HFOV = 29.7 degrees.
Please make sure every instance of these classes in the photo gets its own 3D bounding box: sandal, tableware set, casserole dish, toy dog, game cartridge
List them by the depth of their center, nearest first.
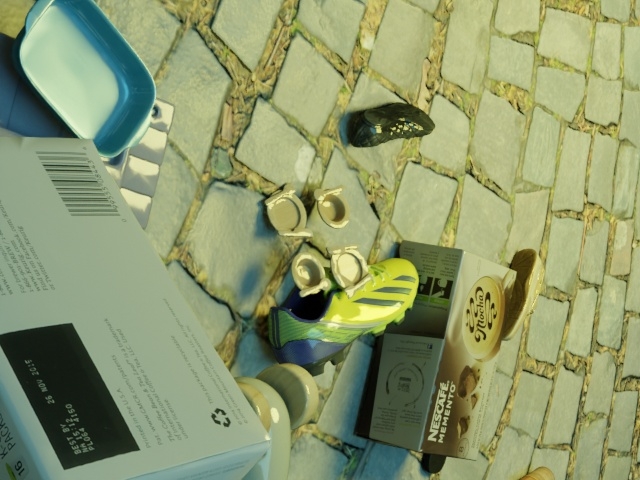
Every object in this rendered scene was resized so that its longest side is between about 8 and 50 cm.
[{"bbox_3d":[-0.240,-0.167,1.213,0.188,0.037,0.114,52,58,-40],"label":"casserole dish"},{"bbox_3d":[-0.306,-0.081,1.222,0.355,0.068,0.230,18,79,-50],"label":"game cartridge"},{"bbox_3d":[-0.119,0.295,1.431,0.220,0.161,0.334,40,61,-58],"label":"toy dog"},{"bbox_3d":[0.000,0.000,1.578,0.141,0.020,0.169,-13,83,-42],"label":"tableware set"},{"bbox_3d":[0.207,0.284,1.909,0.067,0.040,0.179,16,85,-50],"label":"sandal"}]

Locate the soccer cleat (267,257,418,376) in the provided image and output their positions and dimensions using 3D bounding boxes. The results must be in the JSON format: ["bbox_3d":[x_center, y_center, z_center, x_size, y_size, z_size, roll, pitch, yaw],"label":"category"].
[{"bbox_3d":[0.038,0.076,1.634,0.289,0.093,0.121,-33,114,-43],"label":"soccer cleat"}]

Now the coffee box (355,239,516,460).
[{"bbox_3d":[0.175,0.166,1.788,0.168,0.119,0.297,21,80,-51],"label":"coffee box"}]

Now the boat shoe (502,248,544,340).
[{"bbox_3d":[0.337,0.098,2.013,0.059,0.063,0.170,42,65,-39],"label":"boat shoe"}]

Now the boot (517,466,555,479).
[{"bbox_3d":[0.368,0.513,2.123,0.152,0.073,0.197,-26,104,-46],"label":"boot"}]

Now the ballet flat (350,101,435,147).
[{"bbox_3d":[0.102,-0.163,1.710,0.173,0.057,0.049,-9,145,-48],"label":"ballet flat"}]

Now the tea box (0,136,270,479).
[{"bbox_3d":[-0.273,0.139,0.998,0.220,0.329,0.323,-4,144,-50],"label":"tea box"}]
